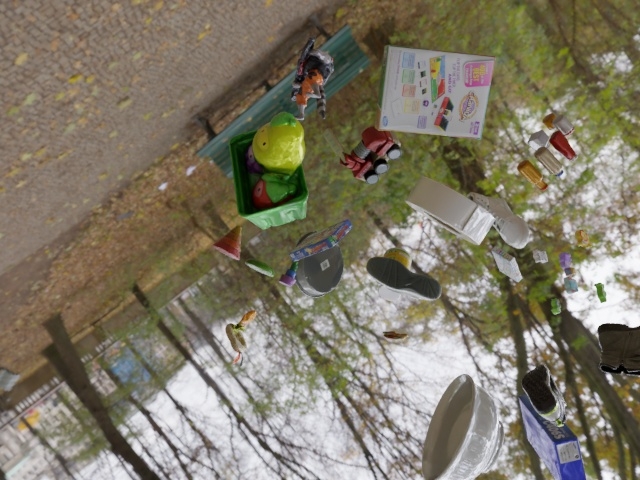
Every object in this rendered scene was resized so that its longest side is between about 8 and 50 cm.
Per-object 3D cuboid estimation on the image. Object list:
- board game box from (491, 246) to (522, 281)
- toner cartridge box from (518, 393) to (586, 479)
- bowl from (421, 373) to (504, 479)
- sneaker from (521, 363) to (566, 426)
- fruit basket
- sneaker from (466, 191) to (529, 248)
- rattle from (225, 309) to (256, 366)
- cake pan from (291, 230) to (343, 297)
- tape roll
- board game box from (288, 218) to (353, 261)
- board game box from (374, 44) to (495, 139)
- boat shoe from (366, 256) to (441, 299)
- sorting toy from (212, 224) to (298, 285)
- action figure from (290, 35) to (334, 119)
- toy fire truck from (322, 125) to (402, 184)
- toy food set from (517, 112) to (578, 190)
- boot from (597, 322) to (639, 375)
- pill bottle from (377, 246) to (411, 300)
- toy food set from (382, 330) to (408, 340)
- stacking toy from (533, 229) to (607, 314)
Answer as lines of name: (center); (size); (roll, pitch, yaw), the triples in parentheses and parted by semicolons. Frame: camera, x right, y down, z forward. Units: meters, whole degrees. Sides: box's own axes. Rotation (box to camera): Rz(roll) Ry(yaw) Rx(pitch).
board game box: (0.774, 0.100, 2.247); (0.026, 0.154, 0.103); (-43, -137, -6)
toner cartridge box: (0.744, 0.640, 1.754); (0.075, 0.165, 0.348); (-12, -174, 5)
bowl: (0.389, 0.516, 1.425); (0.298, 0.134, 0.297); (24, 90, -88)
sneaker: (0.623, 0.435, 1.494); (0.084, 0.097, 0.234); (-40, -177, 23)
fruit basket: (-0.171, -0.267, 1.840); (0.283, 0.391, 0.392); (-15, -174, 3)
sneaker: (0.609, -0.075, 1.923); (0.292, 0.169, 0.108); (-105, -150, -59)
rattle: (-0.296, 0.391, 2.153); (0.143, 0.130, 0.199); (-20, -153, -6)
cake pan: (-0.002, 0.103, 2.350); (0.054, 0.293, 0.293); (-2, -151, 45)
tape roll: (0.424, -0.098, 1.777); (0.100, 0.286, 0.286); (-58, -177, 4)
board game box: (0.000, 0.000, 1.837); (0.201, 0.035, 0.136); (-21, -164, 45)
board game box: (0.333, -0.434, 1.595); (0.317, 0.242, 0.064); (5, -163, -6)
boat shoe: (0.318, 0.160, 2.139); (0.103, 0.321, 0.118); (135, -27, -64)
sorting toy: (-0.242, 0.054, 2.160); (0.126, 0.366, 0.127); (-65, -164, -12)
action figure: (-0.032, -0.638, 2.227); (0.341, 0.179, 0.330); (120, -12, -64)
toy fire truck: (0.149, -0.360, 2.065); (0.217, 0.246, 0.158); (-48, -139, 36)
toy food set: (0.668, -0.261, 1.552); (0.232, 0.104, 0.111); (-56, -163, -26)
boot: (0.926, 0.318, 1.544); (0.247, 0.083, 0.161); (-7, -138, 24)
pill bottle: (0.338, 0.157, 2.499); (0.136, 0.136, 0.245); (-34, -158, 38)
toy food set: (0.270, 0.346, 1.965); (0.083, 0.020, 0.083); (1, -175, -33)
stacking toy: (0.742, 0.098, 1.620); (0.052, 0.221, 0.167); (8, 154, -32)
